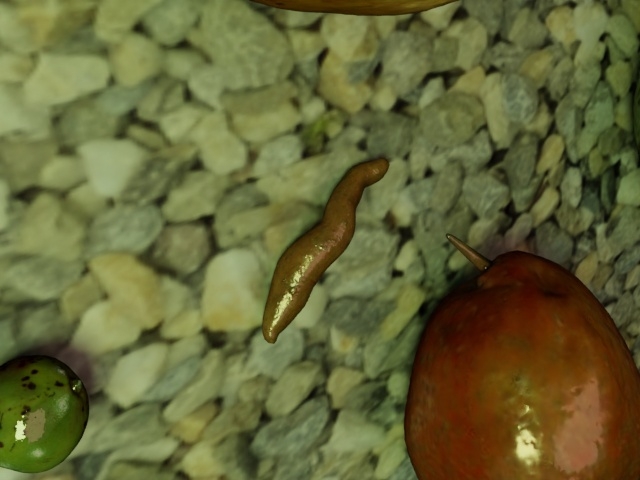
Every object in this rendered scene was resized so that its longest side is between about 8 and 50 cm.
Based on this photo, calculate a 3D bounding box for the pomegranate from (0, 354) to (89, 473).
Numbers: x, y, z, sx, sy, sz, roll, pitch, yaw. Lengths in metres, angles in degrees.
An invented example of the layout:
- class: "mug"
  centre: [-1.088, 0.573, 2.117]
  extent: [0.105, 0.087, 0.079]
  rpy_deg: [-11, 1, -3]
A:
- class: "pomegranate"
  centre: [-0.184, 0.104, 0.467]
  extent: [0.073, 0.084, 0.073]
  rpy_deg: [-1, 90, -67]

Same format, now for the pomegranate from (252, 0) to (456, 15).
- class: "pomegranate"
  centre: [0.038, -0.299, 0.331]
  extent: [0.409, 0.410, 0.411]
  rpy_deg: [-9, 105, -37]

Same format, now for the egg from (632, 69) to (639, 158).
- class: "egg"
  centre: [0.485, -0.167, 0.791]
  extent: [0.287, 0.287, 0.380]
  rpy_deg: [44, 59, -36]

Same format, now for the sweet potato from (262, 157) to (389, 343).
- class: "sweet potato"
  centre: [0.003, 0.001, 0.601]
  extent: [0.044, 0.044, 0.179]
  rpy_deg: [41, 74, -36]

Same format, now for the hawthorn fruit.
- class: "hawthorn fruit"
  centre: [0.170, 0.113, 0.665]
  extent: [0.210, 0.210, 0.263]
  rpy_deg: [-17, 98, -34]
